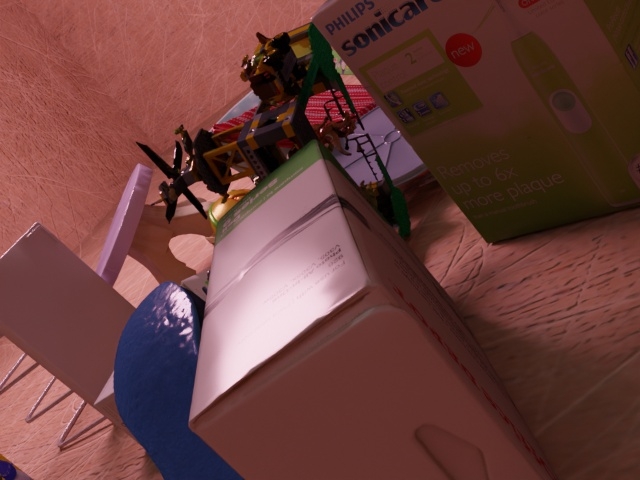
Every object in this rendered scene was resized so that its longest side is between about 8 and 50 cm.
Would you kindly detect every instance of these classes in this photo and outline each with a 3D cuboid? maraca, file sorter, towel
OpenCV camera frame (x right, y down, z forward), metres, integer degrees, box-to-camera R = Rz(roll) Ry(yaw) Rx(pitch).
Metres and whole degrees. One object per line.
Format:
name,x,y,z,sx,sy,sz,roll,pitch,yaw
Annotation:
maraca,-0.122,-0.042,1.157,0.099,0.127,0.185,-63,2,25
file sorter,-0.429,0.156,1.059,0.173,0.277,0.192,-34,21,26
towel,-0.020,-0.207,1.079,0.199,0.031,0.275,10,32,29

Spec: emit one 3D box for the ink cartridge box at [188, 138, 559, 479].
ink cartridge box,0.029,0.073,0.466,0.122,0.211,0.289,-37,19,9

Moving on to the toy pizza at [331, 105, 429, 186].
toy pizza,0.102,-0.127,0.900,0.201,0.032,0.201,-23,36,19

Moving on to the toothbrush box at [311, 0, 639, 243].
toothbrush box,0.168,-0.152,0.585,0.206,0.283,0.122,-18,30,47

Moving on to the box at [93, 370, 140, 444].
box,-0.176,0.159,0.852,0.171,0.091,0.130,-32,21,26

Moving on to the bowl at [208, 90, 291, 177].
bowl,-0.091,-0.240,1.441,0.312,0.163,0.311,-35,20,15

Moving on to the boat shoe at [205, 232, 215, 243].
boat shoe,-0.195,-0.036,1.333,0.190,0.072,0.068,-13,34,53

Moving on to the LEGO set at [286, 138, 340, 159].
LEGO set,0.035,-0.091,0.998,0.227,0.093,0.087,-21,48,-26

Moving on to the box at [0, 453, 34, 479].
box,-0.410,0.332,0.638,0.177,0.279,0.290,-41,20,3

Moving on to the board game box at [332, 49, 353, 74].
board game box,0.120,-0.317,1.202,0.214,0.046,0.317,-4,15,-12

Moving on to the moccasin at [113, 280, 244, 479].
moccasin,-0.095,0.156,0.599,0.137,0.117,0.342,-51,35,5

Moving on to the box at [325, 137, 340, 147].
box,0.003,-0.218,1.272,0.137,0.126,0.072,-41,18,0

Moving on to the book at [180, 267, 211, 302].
book,-0.087,0.063,0.830,0.144,0.096,0.035,-27,-38,-45

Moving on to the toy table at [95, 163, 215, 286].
toy table,-0.299,-0.003,1.239,0.252,0.161,0.274,-41,34,50

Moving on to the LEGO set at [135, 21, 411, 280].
LEGO set,-0.046,-0.044,0.720,0.192,0.331,0.254,-15,43,22

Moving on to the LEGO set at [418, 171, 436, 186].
LEGO set,0.189,-0.155,0.894,0.244,0.060,0.182,-25,23,36
